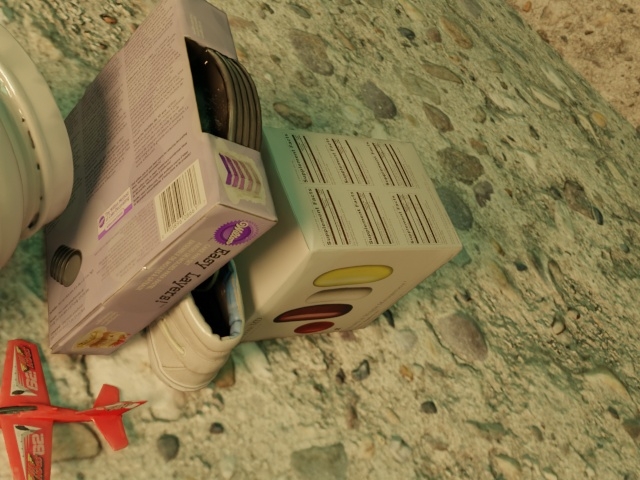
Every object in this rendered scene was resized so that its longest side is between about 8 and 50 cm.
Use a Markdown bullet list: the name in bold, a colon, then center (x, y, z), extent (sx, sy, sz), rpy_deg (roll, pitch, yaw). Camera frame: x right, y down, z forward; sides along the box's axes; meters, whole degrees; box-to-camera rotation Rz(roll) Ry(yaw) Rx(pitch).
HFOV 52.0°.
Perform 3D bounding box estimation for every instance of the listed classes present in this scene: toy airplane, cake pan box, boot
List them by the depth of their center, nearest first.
- **toy airplane**: center (-0.225, 0.146, 0.559), extent (0.151, 0.028, 0.151), rpy_deg (20, 35, -14)
- **cake pan box**: center (-0.162, -0.060, 0.594), extent (0.070, 0.267, 0.246), rpy_deg (15, 47, -45)
- **boot**: center (-0.138, 0.012, 0.660), extent (0.095, 0.123, 0.258), rpy_deg (-4, 60, -39)

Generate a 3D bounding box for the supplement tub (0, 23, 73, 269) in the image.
- **supplement tub**: center (-0.364, -0.031, 0.444), extent (0.235, 0.235, 0.325), rpy_deg (46, 43, 3)

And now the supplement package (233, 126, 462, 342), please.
- **supplement package**: center (0.000, 0.000, 0.721), extent (0.203, 0.194, 0.149), rpy_deg (-1, 58, -36)
